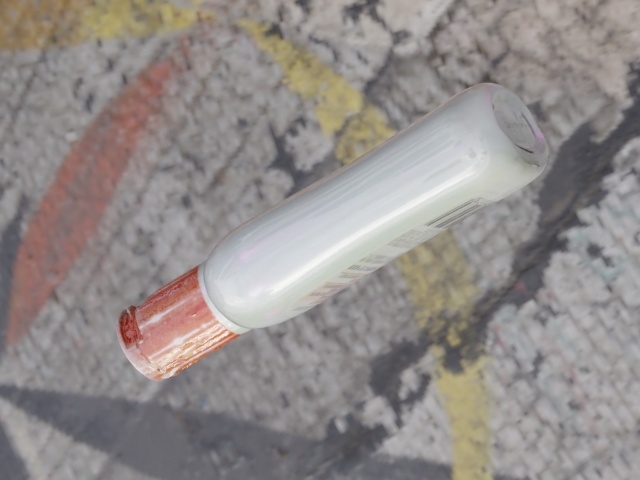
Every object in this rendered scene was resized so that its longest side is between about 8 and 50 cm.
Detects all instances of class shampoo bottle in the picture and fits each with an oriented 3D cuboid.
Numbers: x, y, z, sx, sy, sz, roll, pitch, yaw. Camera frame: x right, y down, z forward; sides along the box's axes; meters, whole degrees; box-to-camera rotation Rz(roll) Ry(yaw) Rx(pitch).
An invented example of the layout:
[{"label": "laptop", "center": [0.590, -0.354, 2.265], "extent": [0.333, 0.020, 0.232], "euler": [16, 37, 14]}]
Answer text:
[{"label": "shampoo bottle", "center": [0.000, 0.000, 0.706], "extent": [0.221, 0.108, 0.051], "euler": [-30, 86, 20]}]
